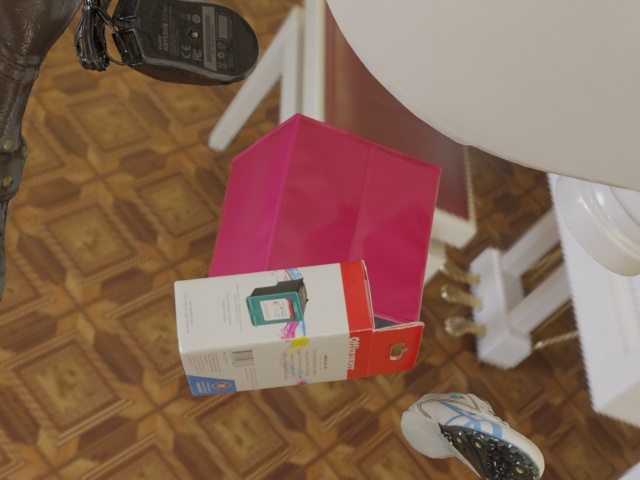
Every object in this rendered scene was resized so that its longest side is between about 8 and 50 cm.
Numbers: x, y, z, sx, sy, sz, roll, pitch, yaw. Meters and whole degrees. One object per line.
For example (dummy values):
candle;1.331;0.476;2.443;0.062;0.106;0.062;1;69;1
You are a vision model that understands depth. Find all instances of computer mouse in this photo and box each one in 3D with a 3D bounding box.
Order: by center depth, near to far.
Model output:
computer mouse;-0.213;-0.284;1.519;0.272;0.072;0.188;12;69;-32

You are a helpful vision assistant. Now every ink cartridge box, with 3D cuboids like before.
ink cartridge box;-0.021;0.087;1.094;0.231;0.134;0.078;-6;64;-4

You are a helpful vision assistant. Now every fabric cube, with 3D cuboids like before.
fabric cube;0.000;0.000;1.664;0.259;0.254;0.258;18;69;-21

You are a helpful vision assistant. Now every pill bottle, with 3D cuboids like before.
pill bottle;0.481;-0.116;1.364;0.210;0.363;0.210;26;43;-27

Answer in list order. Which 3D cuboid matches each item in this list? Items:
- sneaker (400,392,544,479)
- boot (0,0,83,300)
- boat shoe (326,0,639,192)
sneaker;0.168;0.204;1.189;0.086;0.237;0.085;-36;105;-18
boot;-0.213;-0.120;0.554;0.091;0.229;0.263;-10;51;-47
boat shoe;0.117;-0.087;0.397;0.301;0.108;0.102;15;47;-33
